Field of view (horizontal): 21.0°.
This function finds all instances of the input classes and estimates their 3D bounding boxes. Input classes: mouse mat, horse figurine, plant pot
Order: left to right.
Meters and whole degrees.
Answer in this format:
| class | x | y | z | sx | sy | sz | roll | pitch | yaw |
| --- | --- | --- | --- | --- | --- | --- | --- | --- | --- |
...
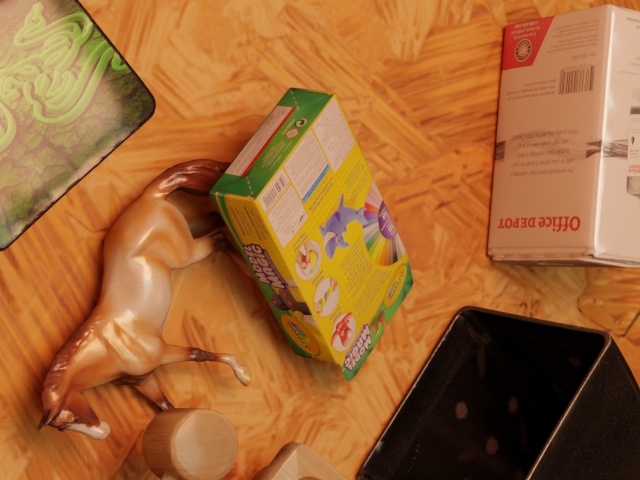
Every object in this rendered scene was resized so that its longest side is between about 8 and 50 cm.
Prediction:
| class | x | y | z | sx | sy | sz | roll | pitch | yaw |
| --- | --- | --- | --- | --- | --- | --- | --- | --- | --- |
| mouse mat | -0.235 | -0.104 | 1.355 | 0.189 | 0.007 | 0.152 | -46 | 109 | -22 |
| horse figurine | -0.122 | 0.043 | 1.381 | 0.174 | 0.066 | 0.263 | 21 | 80 | -32 |
| plant pot | 0.183 | 0.188 | 1.486 | 0.167 | 0.188 | 0.187 | 44 | 70 | -31 |

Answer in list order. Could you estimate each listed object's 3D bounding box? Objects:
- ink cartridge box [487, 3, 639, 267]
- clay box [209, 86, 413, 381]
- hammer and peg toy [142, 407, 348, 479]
| class | x | y | z | sx | sy | sz | roll | pitch | yaw |
| --- | --- | --- | --- | --- | --- | --- | --- | --- | --- |
| ink cartridge box | 0.232 | -0.084 | 1.520 | 0.092 | 0.158 | 0.217 | 9 | 86 | -29 |
| clay box | 0.000 | 0.000 | 1.409 | 0.127 | 0.053 | 0.222 | -54 | 138 | -31 |
| hammer and peg toy | -0.050 | 0.304 | 1.382 | 0.361 | 0.127 | 0.266 | 43 | 72 | -21 |
